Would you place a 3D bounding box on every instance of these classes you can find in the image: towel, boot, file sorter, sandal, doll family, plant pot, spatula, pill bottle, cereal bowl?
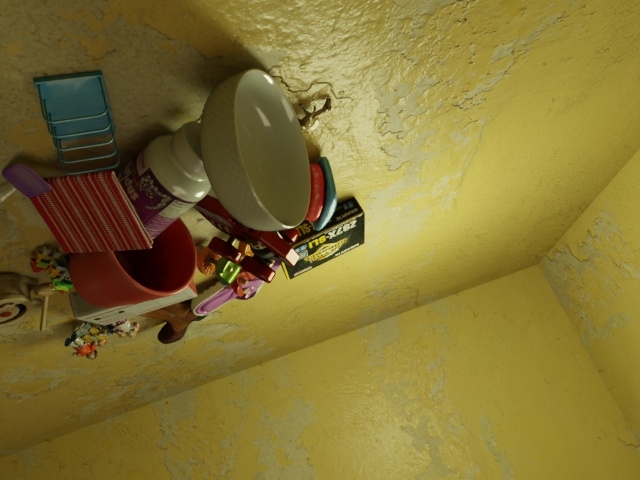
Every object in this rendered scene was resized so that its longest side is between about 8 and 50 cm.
[{"bbox_3d":[-0.514,-0.059,1.196,0.274,0.031,0.199,-2,126,25],"label":"towel"},{"bbox_3d":[-0.600,0.303,2.066,0.264,0.096,0.280,-29,154,19],"label":"boot"},{"bbox_3d":[-0.462,-0.221,1.046,0.118,0.105,0.170,-13,156,-18],"label":"file sorter"},{"bbox_3d":[-0.291,0.180,2.019,0.416,0.102,0.169,-34,155,12],"label":"sandal"},{"bbox_3d":[-0.779,0.323,1.960,0.262,0.118,0.163,-28,139,2],"label":"doll family"},{"bbox_3d":[-0.510,0.051,1.432,0.243,0.275,0.274,-23,159,32],"label":"plant pot"},{"bbox_3d":[-0.713,-0.087,1.190,0.296,0.030,0.084,-25,125,20],"label":"spatula"},{"bbox_3d":[-0.358,-0.133,1.238,0.301,0.169,0.169,-34,153,26],"label":"pill bottle"},{"bbox_3d":[-0.149,-0.177,1.148,0.141,0.340,0.339,-11,161,22],"label":"cereal bowl"}]

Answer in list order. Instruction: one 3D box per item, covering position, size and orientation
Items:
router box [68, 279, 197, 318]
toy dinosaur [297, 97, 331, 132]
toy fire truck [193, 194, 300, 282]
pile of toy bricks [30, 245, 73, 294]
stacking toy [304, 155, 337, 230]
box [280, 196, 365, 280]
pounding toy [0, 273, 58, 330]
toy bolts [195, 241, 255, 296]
[{"bbox_3d":[-0.581,0.175,1.739,0.335,0.082,0.301,-17,170,-10],"label":"router box"},{"bbox_3d":[-0.046,-0.282,1.327,0.183,0.053,0.092,-35,154,29],"label":"toy dinosaur"},{"bbox_3d":[-0.209,-0.028,1.462,0.170,0.302,0.254,-59,153,-10],"label":"toy fire truck"},{"bbox_3d":[-0.699,0.105,1.510,0.105,0.118,0.212,-46,151,8],"label":"pile of toy bricks"},{"bbox_3d":[-0.118,-0.137,1.486,0.301,0.166,0.175,1,142,-20],"label":"stacking toy"},{"bbox_3d":[0.000,0.000,1.896,0.321,0.079,0.257,-26,155,-8],"label":"box"},{"bbox_3d":[-0.874,0.195,1.527,0.269,0.155,0.154,-34,158,27],"label":"pounding toy"},{"bbox_3d":[-0.309,0.055,1.795,0.218,0.158,0.229,-56,158,-26],"label":"toy bolts"}]
